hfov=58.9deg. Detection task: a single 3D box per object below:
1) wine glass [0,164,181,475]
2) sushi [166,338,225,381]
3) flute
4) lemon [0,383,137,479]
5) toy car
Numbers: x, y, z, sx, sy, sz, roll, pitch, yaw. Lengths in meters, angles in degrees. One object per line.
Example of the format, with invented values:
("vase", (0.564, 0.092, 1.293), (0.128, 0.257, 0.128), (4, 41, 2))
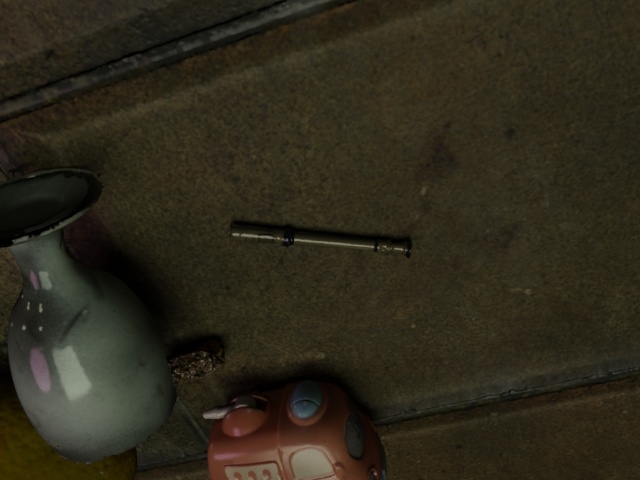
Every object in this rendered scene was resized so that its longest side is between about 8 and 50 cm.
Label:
("wine glass", (-0.297, 0.097, 0.684), (0.190, 0.190, 0.357), (-7, 122, 6))
("sushi", (-0.186, 0.178, 0.834), (0.120, 0.055, 0.052), (-19, 117, 12))
("flute", (0.000, 0.000, 0.720), (0.233, 0.027, 0.027), (5, 126, -3))
("lemon", (-0.408, 0.330, 0.829), (0.267, 0.267, 0.267), (0, 126, 0))
("toy car", (-0.043, 0.316, 0.865), (0.271, 0.180, 0.212), (-11, 115, 9))
